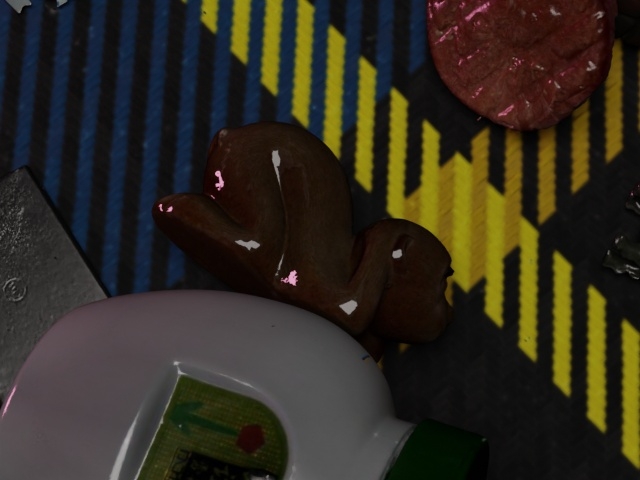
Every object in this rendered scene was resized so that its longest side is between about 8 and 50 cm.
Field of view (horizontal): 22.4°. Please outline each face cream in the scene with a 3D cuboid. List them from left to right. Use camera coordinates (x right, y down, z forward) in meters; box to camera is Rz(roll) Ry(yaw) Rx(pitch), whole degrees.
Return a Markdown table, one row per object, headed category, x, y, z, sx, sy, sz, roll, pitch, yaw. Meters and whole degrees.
| category | x | y | z | sx | sy | sz | roll | pitch | yaw |
| --- | --- | --- | --- | --- | --- | --- | --- | --- | --- |
| face cream | -0.067 | 0.198 | 1.260 | 0.357 | 0.219 | 0.312 | 17 | 69 | 14 |

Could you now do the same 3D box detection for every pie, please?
| category | x | y | z | sx | sy | sz | roll | pitch | yaw |
| --- | --- | --- | --- | --- | --- | --- | --- | --- | --- |
| pie | 0.171 | -0.185 | 1.392 | 0.182 | 0.050 | 0.182 | 11 | 110 | 31 |

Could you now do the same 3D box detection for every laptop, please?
| category | x | y | z | sx | sy | sz | roll | pitch | yaw |
| --- | --- | --- | --- | --- | --- | --- | --- | --- | --- |
| laptop | -0.266 | 0.045 | 1.424 | 0.135 | 0.016 | 0.197 | -32 | 75 | -4 |

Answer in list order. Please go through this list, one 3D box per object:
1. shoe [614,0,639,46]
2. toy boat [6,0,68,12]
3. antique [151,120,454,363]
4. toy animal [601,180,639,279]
| category | x | y | z | sx | sy | sz | roll | pitch | yaw |
| --- | --- | --- | --- | --- | --- | --- | --- | --- | --- |
| shoe | 0.245 | -0.285 | 1.437 | 0.291 | 0.114 | 0.137 | 42 | 76 | 15 |
| toy boat | -0.217 | -0.259 | 1.487 | 0.105 | 0.034 | 0.149 | 35 | 79 | 13 |
| antique | 0.000 | 0.000 | 1.371 | 0.257 | 0.121 | 0.143 | 34 | 70 | 18 |
| toy animal | 0.297 | -0.029 | 1.397 | 0.065 | 0.047 | 0.135 | 22 | 76 | 3 |
